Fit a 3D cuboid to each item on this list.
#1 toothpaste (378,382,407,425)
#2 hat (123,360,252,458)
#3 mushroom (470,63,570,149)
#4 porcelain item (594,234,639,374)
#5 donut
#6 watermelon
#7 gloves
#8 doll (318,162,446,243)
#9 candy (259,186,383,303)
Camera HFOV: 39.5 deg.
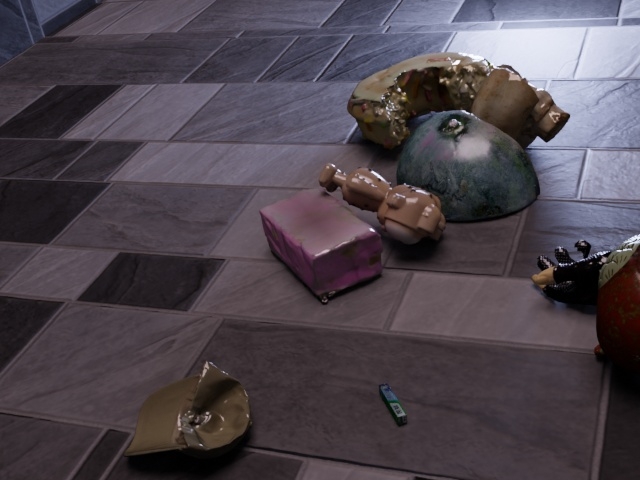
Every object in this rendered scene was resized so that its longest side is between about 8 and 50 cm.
[{"bbox_3d":[0.115,0.261,1.421,0.017,0.020,0.083,-14,32,-13],"label":"toothpaste"},{"bbox_3d":[-0.211,0.304,1.426,0.173,0.144,0.166,-43,23,36],"label":"hat"},{"bbox_3d":[0.441,-0.275,2.026,0.195,0.189,0.253,43,23,20],"label":"mushroom"},{"bbox_3d":[0.520,0.118,1.390,0.253,0.253,0.253,-8,32,5],"label":"porcelain item"},{"bbox_3d":[0.243,-0.353,2.215,0.371,0.150,0.307,-21,27,-10],"label":"donut"},{"bbox_3d":[0.285,-0.162,1.896,0.321,0.175,0.188,12,38,34],"label":"watermelon"},{"bbox_3d":[0.456,0.069,1.576,0.129,0.106,0.180,-38,12,-38],"label":"gloves"},{"bbox_3d":[0.128,-0.077,1.806,0.278,0.154,0.119,26,89,29],"label":"doll"},{"bbox_3d":[0.000,0.000,1.785,0.155,0.116,0.265,-25,33,-17],"label":"candy"}]
